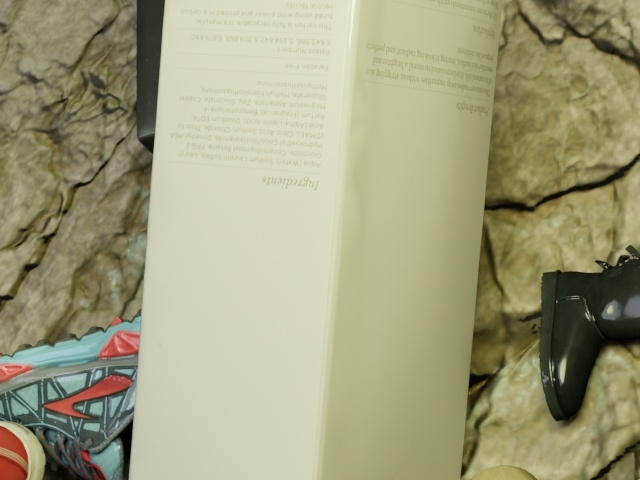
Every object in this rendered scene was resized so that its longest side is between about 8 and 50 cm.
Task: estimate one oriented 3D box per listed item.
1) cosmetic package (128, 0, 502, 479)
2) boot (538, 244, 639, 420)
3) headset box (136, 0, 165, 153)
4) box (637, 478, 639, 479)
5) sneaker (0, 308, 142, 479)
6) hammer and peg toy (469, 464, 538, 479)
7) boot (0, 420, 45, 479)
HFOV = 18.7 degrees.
[{"bbox_3d":[0.000,0.000,1.308,0.156,0.217,0.385,8,91,31],"label":"cosmetic package"},{"bbox_3d":[0.205,0.063,1.352,0.099,0.045,0.121,-8,60,21],"label":"boot"},{"bbox_3d":[-0.012,-0.183,1.551,0.246,0.131,0.283,-16,57,20],"label":"headset box"},{"bbox_3d":[0.277,0.247,1.155,0.148,0.127,0.232,-23,55,15],"label":"box"},{"bbox_3d":[-0.179,0.138,1.483,0.262,0.104,0.125,-21,58,18],"label":"sneaker"},{"bbox_3d":[0.069,0.332,1.138,0.361,0.266,0.127,-49,13,3],"label":"hammer and peg toy"},{"bbox_3d":[-0.292,0.254,1.401,0.088,0.176,0.244,16,96,20],"label":"boot"}]
